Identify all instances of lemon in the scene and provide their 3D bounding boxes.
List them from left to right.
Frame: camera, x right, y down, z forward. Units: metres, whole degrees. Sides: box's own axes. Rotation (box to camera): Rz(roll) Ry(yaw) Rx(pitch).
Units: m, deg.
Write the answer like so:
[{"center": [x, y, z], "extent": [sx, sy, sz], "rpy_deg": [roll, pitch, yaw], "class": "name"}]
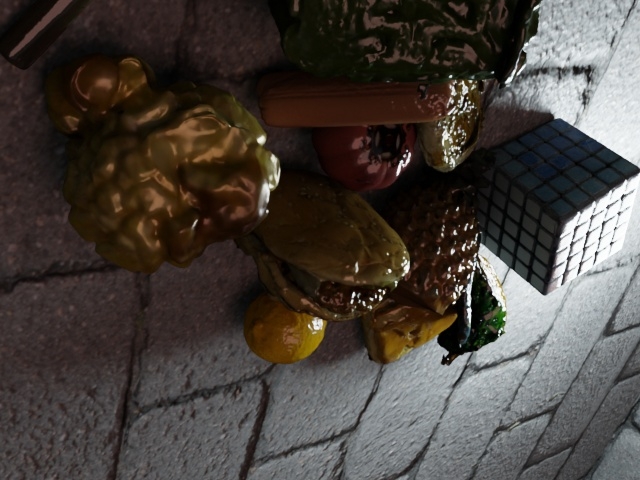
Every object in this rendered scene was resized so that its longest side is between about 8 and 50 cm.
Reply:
[{"center": [-0.061, 0.151, 1.469], "extent": [0.187, 0.142, 0.142], "rpy_deg": [-11, 133, -50], "class": "lemon"}]

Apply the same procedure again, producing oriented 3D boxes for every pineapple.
[{"center": [0.221, -0.050, 1.505], "extent": [0.357, 0.223, 0.223], "rpy_deg": [-59, 145, -12], "class": "pineapple"}]

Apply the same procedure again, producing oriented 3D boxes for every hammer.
[{"center": [-0.208, -0.368, 0.921], "extent": [0.440, 0.044, 0.168], "rpy_deg": [-45, 141, 2], "class": "hammer"}]

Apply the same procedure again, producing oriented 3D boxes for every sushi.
[{"center": [0.360, 0.165, 1.853], "extent": [0.140, 0.149, 0.287], "rpy_deg": [-24, 142, -47], "class": "sushi"}]

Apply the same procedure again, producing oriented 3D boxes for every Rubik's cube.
[{"center": [0.477, -0.074, 1.673], "extent": [0.237, 0.237, 0.238], "rpy_deg": [-28, 139, -22], "class": "Rubik's cube"}]

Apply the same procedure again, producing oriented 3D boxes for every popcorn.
[{"center": [-0.216, -0.098, 1.042], "extent": [0.332, 0.225, 0.265], "rpy_deg": [39, 84, -31], "class": "popcorn"}]

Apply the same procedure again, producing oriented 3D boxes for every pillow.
[{"center": [0.303, 0.072, 1.671], "extent": [0.189, 0.034, 0.256], "rpy_deg": [-60, 155, -68], "class": "pillow"}]

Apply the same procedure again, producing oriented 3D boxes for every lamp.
[{"center": [0.065, -0.168, 1.285], "extent": [0.182, 0.140, 0.182], "rpy_deg": [-6, 101, -36], "class": "lamp"}]

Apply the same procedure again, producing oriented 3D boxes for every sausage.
[{"center": [0.050, -0.207, 1.161], "extent": [0.289, 0.086, 0.086], "rpy_deg": [-2, 137, 5], "class": "sausage"}]

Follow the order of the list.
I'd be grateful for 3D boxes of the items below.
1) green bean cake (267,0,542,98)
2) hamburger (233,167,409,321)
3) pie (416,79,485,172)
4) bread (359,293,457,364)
[{"center": [0.106, -0.354, 1.004], "extent": [0.319, 0.218, 0.335], "rpy_deg": [-1, 124, -12], "class": "green bean cake"}, {"center": [0.000, -0.001, 1.260], "extent": [0.259, 0.283, 0.144], "rpy_deg": [1, 133, -48], "class": "hamburger"}, {"center": [0.225, -0.237, 1.346], "extent": [0.274, 0.055, 0.274], "rpy_deg": [-38, 134, -54], "class": "pie"}, {"center": [0.196, 0.155, 1.740], "extent": [0.235, 0.099, 0.210], "rpy_deg": [-31, 141, -17], "class": "bread"}]
